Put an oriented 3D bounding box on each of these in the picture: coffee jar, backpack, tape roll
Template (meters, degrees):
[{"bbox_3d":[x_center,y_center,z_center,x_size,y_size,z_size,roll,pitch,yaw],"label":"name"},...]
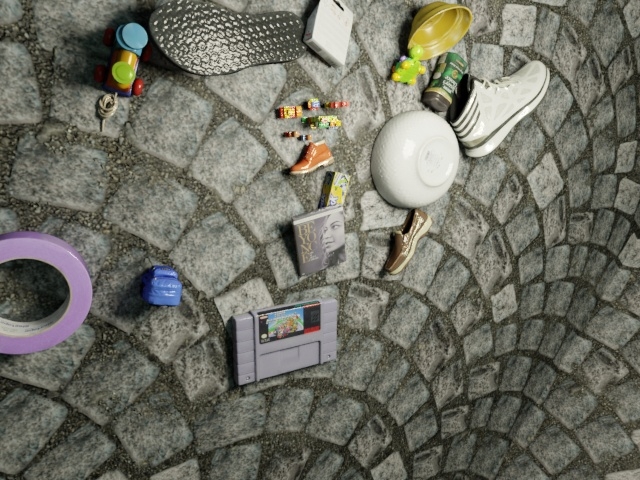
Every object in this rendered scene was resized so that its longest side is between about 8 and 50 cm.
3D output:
[{"bbox_3d":[0.422,-0.537,1.512,0.096,0.079,0.184,24,90,-32],"label":"coffee jar"},{"bbox_3d":[-0.420,0.122,1.167,0.098,0.120,0.101,3,100,-29],"label":"backpack"},{"bbox_3d":[-0.688,0.120,1.034,0.275,0.090,0.274,-7,105,-27],"label":"tape roll"}]

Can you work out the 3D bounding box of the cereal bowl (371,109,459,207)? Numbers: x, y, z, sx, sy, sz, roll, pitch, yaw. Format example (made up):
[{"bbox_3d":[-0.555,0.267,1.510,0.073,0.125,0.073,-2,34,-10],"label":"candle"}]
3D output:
[{"bbox_3d":[0.345,-0.268,1.498,0.339,0.141,0.338,-8,107,-28],"label":"cereal bowl"}]

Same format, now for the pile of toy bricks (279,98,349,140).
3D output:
[{"bbox_3d":[-0.005,-0.355,1.297,0.213,0.105,0.117,-13,108,-26],"label":"pile of toy bricks"}]

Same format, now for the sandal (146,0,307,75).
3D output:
[{"bbox_3d":[-0.232,-0.510,1.147,0.446,0.107,0.167,-18,109,-38],"label":"sandal"}]

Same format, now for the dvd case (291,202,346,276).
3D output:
[{"bbox_3d":[0.000,0.000,1.392,0.165,0.018,0.221,-18,125,-17],"label":"dvd case"}]

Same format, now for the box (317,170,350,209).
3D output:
[{"bbox_3d":[0.038,-0.132,1.405,0.059,0.054,0.168,11,96,-31],"label":"box"}]

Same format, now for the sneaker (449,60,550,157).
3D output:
[{"bbox_3d":[0.633,-0.536,1.578,0.447,0.169,0.257,-50,122,-8],"label":"sneaker"}]

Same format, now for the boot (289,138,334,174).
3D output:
[{"bbox_3d":[-0.036,-0.250,1.337,0.158,0.059,0.084,-31,112,-29],"label":"boot"}]

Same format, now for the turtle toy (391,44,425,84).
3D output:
[{"bbox_3d":[0.283,-0.560,1.417,0.095,0.130,0.066,0,60,-34],"label":"turtle toy"}]

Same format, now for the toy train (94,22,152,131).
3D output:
[{"bbox_3d":[-0.457,-0.368,1.014,0.105,0.143,0.247,14,95,-31],"label":"toy train"}]

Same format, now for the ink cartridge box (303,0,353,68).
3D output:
[{"bbox_3d":[0.025,-0.617,1.281,0.145,0.045,0.179,22,72,-46],"label":"ink cartridge box"}]

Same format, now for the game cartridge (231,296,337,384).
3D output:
[{"bbox_3d":[-0.107,0.315,1.431,0.355,0.068,0.230,-7,110,-28],"label":"game cartridge"}]

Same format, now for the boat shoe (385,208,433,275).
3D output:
[{"bbox_3d":[0.291,-0.001,1.570,0.095,0.095,0.257,38,76,-17],"label":"boat shoe"}]

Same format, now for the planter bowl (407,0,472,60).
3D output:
[{"bbox_3d":[0.359,-0.685,1.407,0.217,0.217,0.090,-15,73,-26],"label":"planter bowl"}]
